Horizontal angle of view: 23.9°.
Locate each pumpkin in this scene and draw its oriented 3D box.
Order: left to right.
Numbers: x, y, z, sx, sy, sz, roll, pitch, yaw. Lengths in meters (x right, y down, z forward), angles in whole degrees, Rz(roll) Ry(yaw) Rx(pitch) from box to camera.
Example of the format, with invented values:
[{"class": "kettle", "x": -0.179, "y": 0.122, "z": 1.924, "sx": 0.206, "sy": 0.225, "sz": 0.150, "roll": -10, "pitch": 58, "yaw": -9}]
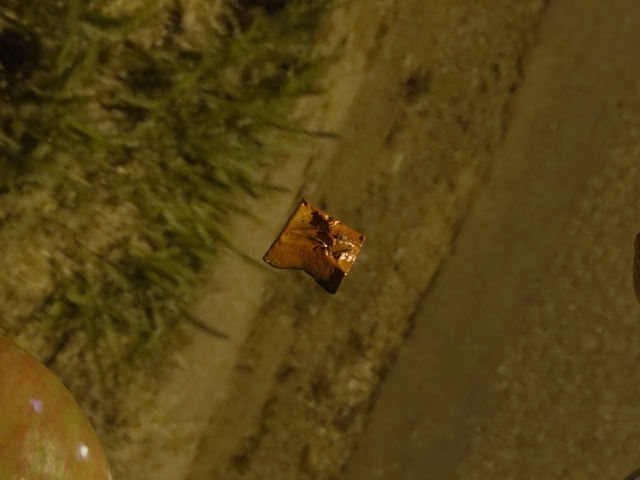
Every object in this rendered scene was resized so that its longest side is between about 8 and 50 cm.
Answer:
[{"class": "pumpkin", "x": -0.001, "y": -0.002, "z": 1.297, "sx": 0.035, "sy": 0.073, "sz": 0.101, "roll": -63, "pitch": -179, "yaw": 37}]

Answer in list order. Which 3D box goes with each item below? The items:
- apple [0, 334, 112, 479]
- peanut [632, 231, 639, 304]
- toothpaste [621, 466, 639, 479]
[{"class": "apple", "x": -0.269, "y": 0.188, "z": 0.971, "sx": 0.264, "sy": 0.264, "sz": 0.264, "roll": -26, "pitch": 130, "yaw": -36}, {"class": "peanut", "x": 0.320, "y": 0.059, "z": 1.238, "sx": 0.087, "sy": 0.087, "sz": 0.207, "roll": -52, "pitch": 125, "yaw": -12}, {"class": "toothpaste", "x": 0.317, "y": 0.161, "z": 1.106, "sx": 0.371, "sy": 0.125, "sz": 0.080, "roll": -29, "pitch": 147, "yaw": -41}]
